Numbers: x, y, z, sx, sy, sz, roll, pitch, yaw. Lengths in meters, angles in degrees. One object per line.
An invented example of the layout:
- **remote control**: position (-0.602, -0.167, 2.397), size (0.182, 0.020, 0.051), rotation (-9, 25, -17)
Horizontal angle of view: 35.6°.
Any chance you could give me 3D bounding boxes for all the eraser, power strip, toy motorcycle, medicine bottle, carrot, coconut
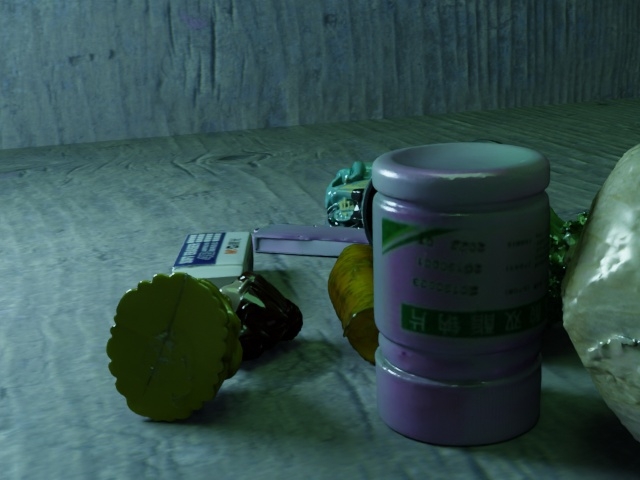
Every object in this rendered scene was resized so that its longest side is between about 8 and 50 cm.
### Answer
- **eraser**: position (-0.182, 0.055, 1.718), size (0.124, 0.081, 0.279), rotation (-3, 15, -1)
- **power strip**: position (0.000, 0.000, 1.981), size (0.278, 0.038, 0.109), rotation (3, 16, 20)
- **toy motorcycle**: position (0.122, -0.107, 2.151), size (0.296, 0.109, 0.198), rotation (-24, 42, -14)
- **medicine bottle**: position (0.167, 0.057, 1.201), size (0.212, 0.326, 0.212), rotation (-1, 15, 0)
- **carrot**: position (0.073, 0.092, 1.500), size (0.114, 0.114, 0.302), rotation (-3, 17, -3)
- **coconut**: position (0.438, 0.058, 1.064), size (0.404, 0.405, 0.404), rotation (-2, 15, 1)

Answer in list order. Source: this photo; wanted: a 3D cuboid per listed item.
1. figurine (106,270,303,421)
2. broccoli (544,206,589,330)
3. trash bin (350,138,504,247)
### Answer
- **figurine**: position (-0.145, 0.114, 1.375), size (0.168, 0.187, 0.315), rotation (-2, 6, 17)
- **broccoli**: position (0.271, 0.023, 1.459), size (0.294, 0.245, 0.265), rotation (0, 15, 23)
- **trash bin**: position (0.238, -0.062, 1.833), size (0.277, 0.217, 0.262), rotation (19, 25, 36)
